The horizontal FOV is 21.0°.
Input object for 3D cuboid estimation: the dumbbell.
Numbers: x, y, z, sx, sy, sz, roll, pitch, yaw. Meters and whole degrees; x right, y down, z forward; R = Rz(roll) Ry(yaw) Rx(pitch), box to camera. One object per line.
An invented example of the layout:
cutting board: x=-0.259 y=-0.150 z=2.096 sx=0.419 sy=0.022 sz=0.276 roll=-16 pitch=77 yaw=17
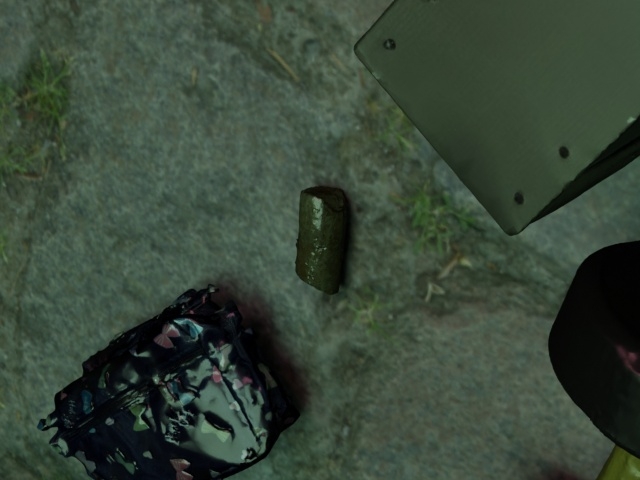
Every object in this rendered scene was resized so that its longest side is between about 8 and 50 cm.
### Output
dumbbell: x=0.231 y=0.181 z=1.284 sx=0.204 sy=0.204 sz=0.322 roll=33 pitch=124 yaw=21

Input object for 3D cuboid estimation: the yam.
yam: x=0.000 y=0.000 z=1.479 sx=0.043 sy=0.043 sz=0.094 roll=20 pitch=118 yaw=28

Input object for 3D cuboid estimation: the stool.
stool: x=0.204 y=-0.170 z=1.135 sx=0.170 sy=0.244 sz=0.269 roll=50 pitch=128 yaw=9

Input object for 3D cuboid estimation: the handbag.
handbag: x=-0.140 y=0.152 z=1.595 sx=0.260 sy=0.113 sz=0.162 roll=-33 pitch=94 yaw=38
